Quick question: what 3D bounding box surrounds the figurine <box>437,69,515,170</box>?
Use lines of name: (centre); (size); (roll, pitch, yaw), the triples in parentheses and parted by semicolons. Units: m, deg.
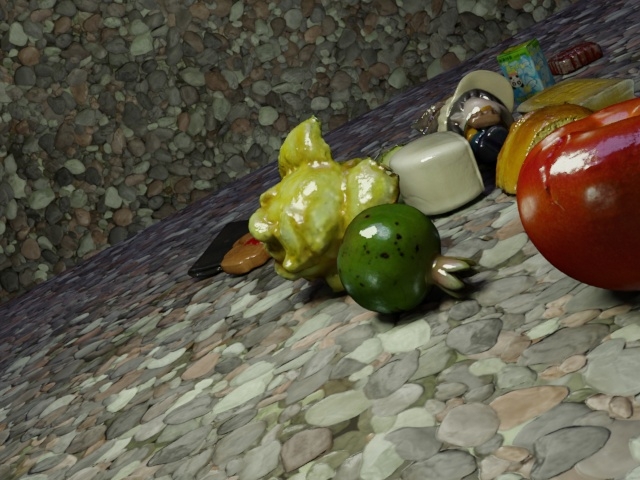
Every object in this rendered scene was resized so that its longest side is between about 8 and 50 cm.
figurine: (0.367, -0.239, 1.885); (0.204, 0.185, 0.332); (-47, 19, 32)

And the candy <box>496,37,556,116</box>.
candy: (0.531, -0.400, 2.072); (0.062, 0.194, 0.097); (-39, 18, -36)

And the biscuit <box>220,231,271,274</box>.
biscuit: (-0.129, -0.012, 2.174); (0.202, 0.047, 0.334); (-1, 29, 45)

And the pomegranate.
pomegranate: (0.140, 0.035, 1.327); (0.225, 0.187, 0.187); (14, 34, 26)

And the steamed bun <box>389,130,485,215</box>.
steamed bun: (0.244, -0.145, 1.786); (0.164, 0.146, 0.241); (-24, 15, 1)

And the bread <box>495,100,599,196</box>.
bread: (0.452, -0.195, 1.606); (0.260, 0.134, 0.129); (-26, 15, 6)

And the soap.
soap: (0.573, -0.296, 1.844); (0.173, 0.089, 0.274); (-28, 15, -4)

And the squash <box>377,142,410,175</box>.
squash: (0.183, -0.176, 2.106); (0.137, 0.137, 0.287); (-30, 8, -10)

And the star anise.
star anise: (0.422, -0.374, 2.365); (0.332, 0.117, 0.331); (-28, 22, 12)

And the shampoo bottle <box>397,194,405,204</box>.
shampoo bottle: (0.193, -0.117, 1.927); (0.162, 0.079, 0.079); (-35, 16, -31)

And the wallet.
wallet: (-0.247, 0.014, 2.348); (0.170, 0.044, 0.321); (-12, 22, 21)

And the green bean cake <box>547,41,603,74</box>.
green bean cake: (0.761, -0.549, 2.471); (0.135, 0.056, 0.135); (-29, 14, -2)

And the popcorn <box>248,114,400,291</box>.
popcorn: (0.003, -0.070, 1.600); (0.290, 0.325, 0.321); (-26, 20, 1)

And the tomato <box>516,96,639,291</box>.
tomato: (0.397, -0.055, 1.008); (0.299, 0.226, 0.298); (-23, 7, 3)

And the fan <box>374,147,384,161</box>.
fan: (0.109, -0.163, 2.181); (0.226, 0.008, 0.152); (-54, -2, 33)
